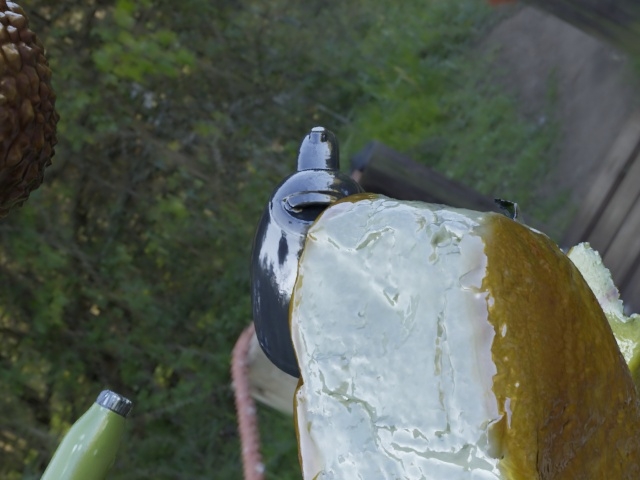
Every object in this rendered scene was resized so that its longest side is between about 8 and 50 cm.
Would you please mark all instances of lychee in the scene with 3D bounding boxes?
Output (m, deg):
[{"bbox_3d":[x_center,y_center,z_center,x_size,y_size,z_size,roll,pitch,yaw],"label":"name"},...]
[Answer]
[{"bbox_3d":[-0.297,-0.094,0.916,0.200,0.200,0.238,-82,7,-77],"label":"lychee"}]

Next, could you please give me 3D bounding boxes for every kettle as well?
[{"bbox_3d":[0.000,0.000,1.574,0.290,0.207,0.268,82,-174,-49],"label":"kettle"}]

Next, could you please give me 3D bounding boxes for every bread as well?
[{"bbox_3d":[0.472,0.168,1.966,0.245,0.233,0.361,-15,-37,-37],"label":"bread"},{"bbox_3d":[0.108,0.098,0.898,0.225,0.250,0.279,-10,77,38],"label":"bread"}]

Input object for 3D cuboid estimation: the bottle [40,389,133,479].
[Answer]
[{"bbox_3d":[-0.455,0.416,2.318,0.260,0.112,0.112,-62,5,-9],"label":"bottle"}]
